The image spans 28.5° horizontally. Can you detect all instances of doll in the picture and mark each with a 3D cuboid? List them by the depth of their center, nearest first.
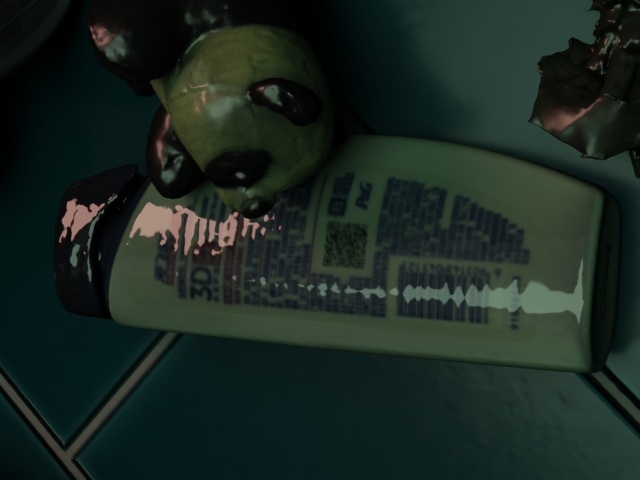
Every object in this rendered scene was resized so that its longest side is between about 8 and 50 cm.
[{"bbox_3d":[-0.066,-0.121,0.753,0.135,0.143,0.234,-17,53,2],"label":"doll"}]

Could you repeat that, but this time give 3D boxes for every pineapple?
[{"bbox_3d":[0.165,-0.151,0.691,0.119,0.111,0.237,-7,97,55],"label":"pineapple"}]

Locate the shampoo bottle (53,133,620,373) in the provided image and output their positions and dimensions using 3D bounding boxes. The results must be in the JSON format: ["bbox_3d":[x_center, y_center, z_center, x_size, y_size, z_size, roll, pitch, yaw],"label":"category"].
[{"bbox_3d":[0.000,0.000,0.786,0.359,0.078,0.134,4,85,25],"label":"shampoo bottle"}]

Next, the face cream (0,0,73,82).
[{"bbox_3d":[-0.347,-0.184,0.898,0.337,0.163,0.080,15,134,24],"label":"face cream"}]
